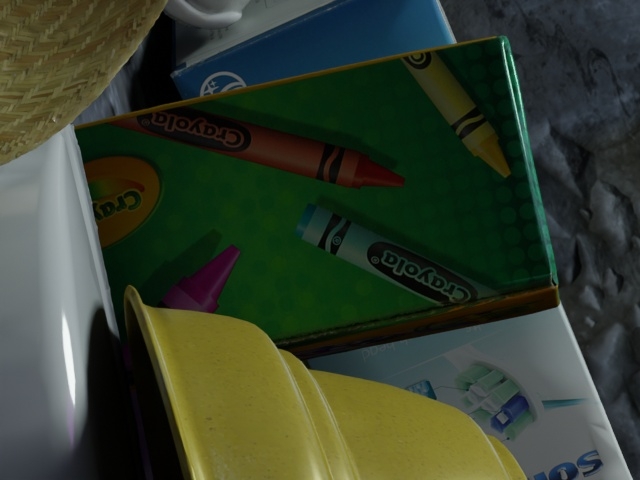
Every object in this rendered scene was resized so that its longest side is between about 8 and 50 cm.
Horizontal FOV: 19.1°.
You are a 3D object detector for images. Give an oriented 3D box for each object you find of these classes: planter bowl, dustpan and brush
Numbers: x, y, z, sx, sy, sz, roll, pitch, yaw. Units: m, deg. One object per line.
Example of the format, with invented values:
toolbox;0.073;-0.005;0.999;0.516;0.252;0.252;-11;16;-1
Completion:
planter bowl;0.015;0.109;0.499;0.217;0.090;0.217;168;-90;-82
dustpan and brush;-0.079;0.064;0.443;0.211;0.060;0.147;-104;-176;-73

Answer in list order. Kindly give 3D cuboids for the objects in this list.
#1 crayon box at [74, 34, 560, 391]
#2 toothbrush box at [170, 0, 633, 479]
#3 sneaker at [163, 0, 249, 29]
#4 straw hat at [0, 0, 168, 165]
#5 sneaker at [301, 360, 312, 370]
crayon box;0.000;0.000;0.697;0.278;0.165;0.081;23;55;-82
toothbrush box;0.038;-0.008;0.965;0.216;0.126;0.295;-101;168;-70
sneaker;-0.062;-0.229;0.802;0.105;0.115;0.281;-74;151;-77
straw hat;-0.098;-0.087;0.439;0.061;0.144;0.144;33;-22;33
sneaker;0.022;0.046;1.203;0.123;0.109;0.295;50;-9;38
